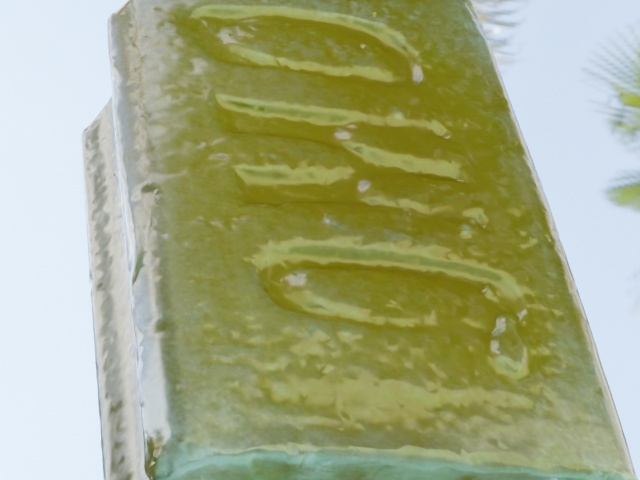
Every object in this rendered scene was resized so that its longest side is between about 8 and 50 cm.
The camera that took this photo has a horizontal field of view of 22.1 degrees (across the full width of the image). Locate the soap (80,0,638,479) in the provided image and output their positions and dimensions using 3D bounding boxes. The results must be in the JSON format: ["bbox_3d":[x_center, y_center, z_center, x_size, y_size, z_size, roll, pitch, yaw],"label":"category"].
[{"bbox_3d":[0.000,0.000,0.520,0.140,0.232,0.073,6,-47,-18],"label":"soap"}]
